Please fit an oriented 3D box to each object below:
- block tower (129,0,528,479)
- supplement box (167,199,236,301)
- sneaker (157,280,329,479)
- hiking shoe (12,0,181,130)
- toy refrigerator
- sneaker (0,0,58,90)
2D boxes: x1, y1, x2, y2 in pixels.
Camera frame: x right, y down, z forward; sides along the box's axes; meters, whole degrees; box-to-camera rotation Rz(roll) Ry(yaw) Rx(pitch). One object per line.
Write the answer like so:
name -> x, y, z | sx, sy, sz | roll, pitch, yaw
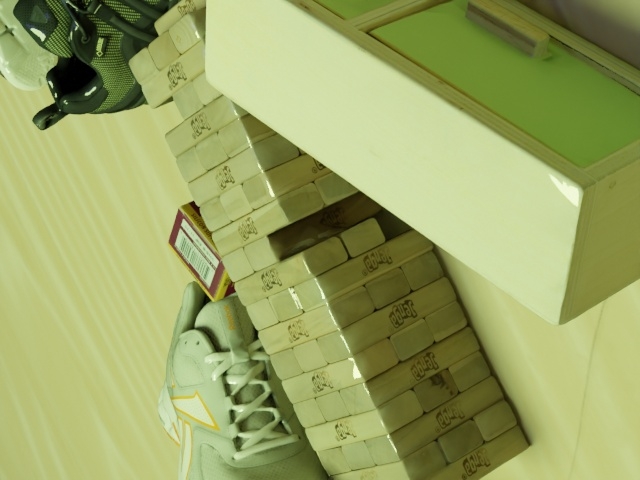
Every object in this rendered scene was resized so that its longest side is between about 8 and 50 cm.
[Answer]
block tower -> 0.000, 0.000, 1.020 | 0.097, 0.091, 0.335 | -25, 91, 58
supplement box -> -0.048, -0.005, 1.086 | 0.055, 0.083, 0.043 | 48, 144, 21
sneaker -> -0.057, 0.107, 1.114 | 0.262, 0.099, 0.121 | -131, 38, -61
hiking shoe -> -0.135, -0.165, 1.067 | 0.086, 0.114, 0.227 | 39, 140, 31
toy refrigerator -> 0.063, -0.078, 0.870 | 0.269, 0.102, 0.094 | 37, 139, 35
sneaker -> -0.253, -0.186, 1.268 | 0.065, 0.061, 0.158 | 5, 116, 59
